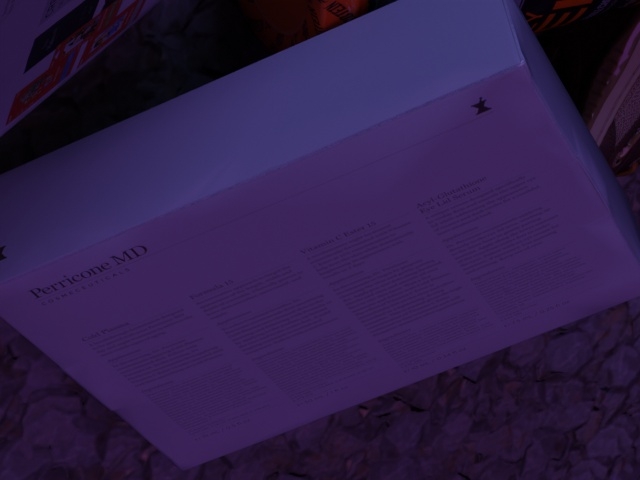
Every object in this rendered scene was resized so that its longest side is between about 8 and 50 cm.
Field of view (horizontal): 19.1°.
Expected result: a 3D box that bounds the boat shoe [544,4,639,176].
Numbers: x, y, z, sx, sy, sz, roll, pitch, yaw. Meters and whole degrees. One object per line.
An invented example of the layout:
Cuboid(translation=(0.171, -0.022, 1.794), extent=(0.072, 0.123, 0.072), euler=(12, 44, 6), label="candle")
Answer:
Cuboid(translation=(0.213, -0.090, 1.465), extent=(0.123, 0.123, 0.342), euler=(29, 92, -36), label="boat shoe")

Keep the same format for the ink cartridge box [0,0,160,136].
Cuboid(translation=(-0.159, -0.190, 1.024), extent=(0.130, 0.309, 0.272), euler=(43, 61, 2), label="ink cartridge box")

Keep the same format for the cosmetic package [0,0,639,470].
Cuboid(translation=(0.000, 0.000, 1.267), extent=(0.377, 0.097, 0.284), euler=(-22, 145, 14), label="cosmetic package")

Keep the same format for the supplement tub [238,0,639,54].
Cuboid(translation=(0.113, -0.236, 1.270), extent=(0.338, 0.207, 0.207), euler=(-17, 122, -21), label="supplement tub")
